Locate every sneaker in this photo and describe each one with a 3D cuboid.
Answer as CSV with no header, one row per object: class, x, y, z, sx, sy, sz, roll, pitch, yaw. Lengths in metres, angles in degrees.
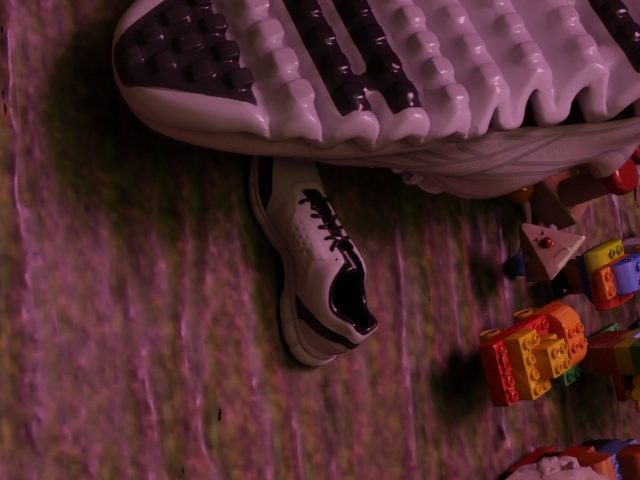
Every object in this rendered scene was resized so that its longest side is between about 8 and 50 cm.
sneaker,0.000,0.000,0.718,0.040,0.043,0.109,-11,83,-42
sneaker,0.046,-0.064,0.712,0.292,0.118,0.110,-4,58,-24

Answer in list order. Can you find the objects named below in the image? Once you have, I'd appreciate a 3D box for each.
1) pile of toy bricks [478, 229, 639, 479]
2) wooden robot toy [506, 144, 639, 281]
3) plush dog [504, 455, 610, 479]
pile of toy bricks,0.179,0.056,0.817,0.212,0.105,0.118,-26,104,-46
wooden robot toy,0.125,-0.056,0.839,0.079,0.076,0.173,44,50,-12
plush dog,0.139,0.258,0.693,0.262,0.210,0.225,-58,143,-35
